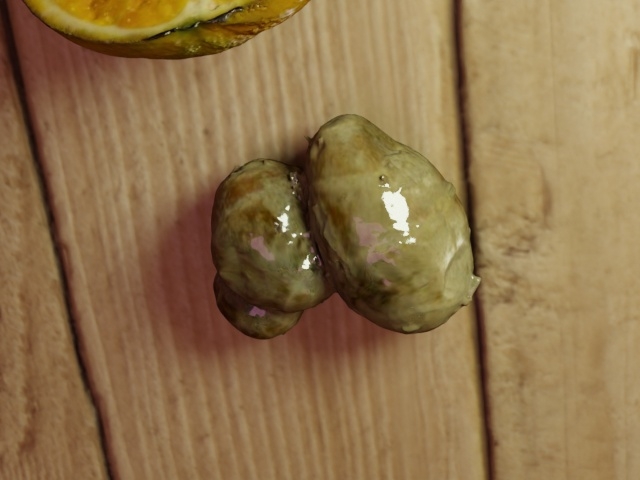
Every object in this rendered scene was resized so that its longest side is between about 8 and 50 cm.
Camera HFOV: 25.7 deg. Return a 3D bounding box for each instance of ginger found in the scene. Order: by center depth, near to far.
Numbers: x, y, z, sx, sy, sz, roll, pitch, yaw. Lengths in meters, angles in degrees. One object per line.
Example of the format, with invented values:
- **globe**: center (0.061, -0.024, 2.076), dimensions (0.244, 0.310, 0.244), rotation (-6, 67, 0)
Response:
- **ginger**: center (0.000, 0.000, 1.466), dimensions (0.304, 0.155, 0.244), rotation (-9, 122, 30)

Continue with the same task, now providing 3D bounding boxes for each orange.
- **orange**: center (-0.128, -0.290, 1.277), dimensions (0.310, 0.274, 0.274), rotation (-9, 121, -18)
